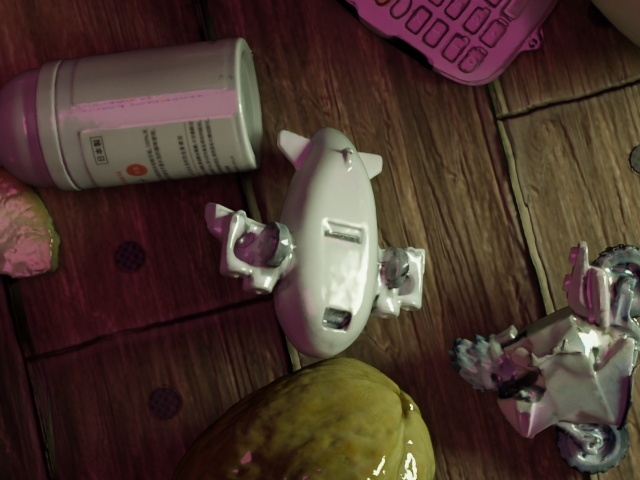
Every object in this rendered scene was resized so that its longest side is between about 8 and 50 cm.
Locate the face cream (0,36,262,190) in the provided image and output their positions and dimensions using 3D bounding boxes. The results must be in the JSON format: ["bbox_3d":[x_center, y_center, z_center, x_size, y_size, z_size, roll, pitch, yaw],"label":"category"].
[{"bbox_3d":[-0.254,-0.126,1.397,0.369,0.145,0.145,-5,86,5],"label":"face cream"}]

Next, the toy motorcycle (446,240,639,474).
[{"bbox_3d":[0.234,0.112,1.345,0.204,0.108,0.239,11,87,7],"label":"toy motorcycle"}]

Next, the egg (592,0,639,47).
[{"bbox_3d":[0.358,-0.367,1.252,0.340,0.354,0.354,39,91,19],"label":"egg"}]

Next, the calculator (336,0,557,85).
[{"bbox_3d":[0.121,-0.298,1.423,0.294,0.043,0.194,38,90,4],"label":"calculator"}]

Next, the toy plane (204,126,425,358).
[{"bbox_3d":[0.002,-0.001,1.350,0.252,0.118,0.252,10,68,-25],"label":"toy plane"}]

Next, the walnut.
[{"bbox_3d":[-0.014,0.250,1.302,0.283,0.283,0.227,-45,111,2],"label":"walnut"}]

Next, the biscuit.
[{"bbox_3d":[-0.417,-0.012,1.463,0.265,0.040,0.188,15,86,7],"label":"biscuit"}]
